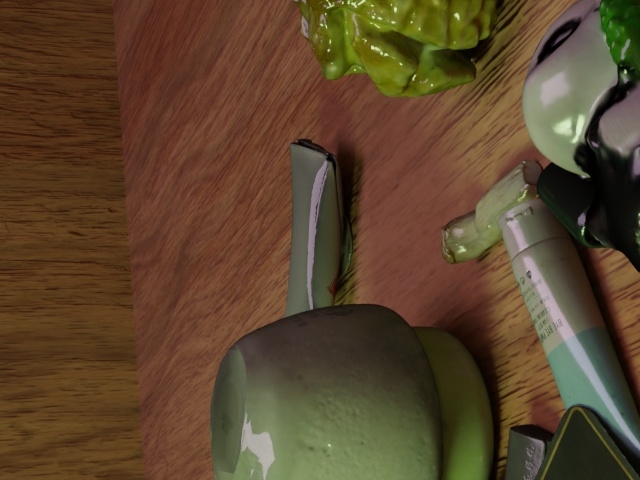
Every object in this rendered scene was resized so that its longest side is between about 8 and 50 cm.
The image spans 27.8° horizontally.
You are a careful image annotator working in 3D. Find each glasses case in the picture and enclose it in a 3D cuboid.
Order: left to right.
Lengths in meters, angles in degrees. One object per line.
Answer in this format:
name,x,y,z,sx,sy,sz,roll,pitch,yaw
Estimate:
glasses case,0.001,0.000,1.996,0.128,0.083,0.308,-162,74,-63
glasses case,0.229,0.300,1.425,0.072,0.042,0.190,22,111,61

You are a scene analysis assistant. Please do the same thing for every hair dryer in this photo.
hair dryer,0.282,-0.097,1.274,0.100,0.057,0.197,-123,43,-53

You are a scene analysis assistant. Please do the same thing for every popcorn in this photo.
popcorn,0.083,-0.310,1.548,0.282,0.247,0.282,177,90,-81

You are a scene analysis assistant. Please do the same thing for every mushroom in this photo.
mushroom,0.198,-0.032,1.500,0.202,0.054,0.059,134,135,-56

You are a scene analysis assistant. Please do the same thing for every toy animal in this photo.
toy animal,0.280,-0.108,1.047,0.212,0.213,0.266,110,145,-43

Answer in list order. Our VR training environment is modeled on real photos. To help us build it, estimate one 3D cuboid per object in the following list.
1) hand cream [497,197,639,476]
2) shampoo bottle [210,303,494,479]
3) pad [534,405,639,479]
hand cream,0.265,0.105,1.319,0.111,0.070,0.312,126,132,-56
shampoo bottle,0.026,0.239,1.575,0.322,0.318,0.322,178,90,-71
pad,0.279,0.332,1.200,0.375,0.063,0.314,-122,38,-45
